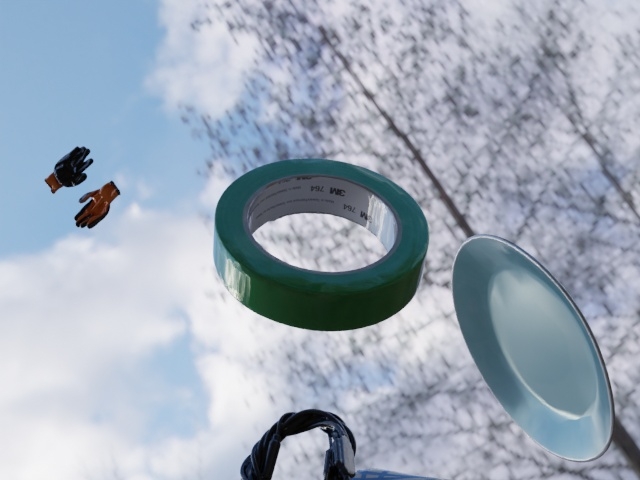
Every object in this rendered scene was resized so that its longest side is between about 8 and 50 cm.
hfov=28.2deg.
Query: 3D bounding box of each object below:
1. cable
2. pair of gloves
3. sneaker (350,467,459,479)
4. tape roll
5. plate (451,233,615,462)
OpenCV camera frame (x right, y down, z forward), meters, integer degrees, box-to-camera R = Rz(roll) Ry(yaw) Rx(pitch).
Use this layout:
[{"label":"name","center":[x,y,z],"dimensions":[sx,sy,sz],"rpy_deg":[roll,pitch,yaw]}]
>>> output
[{"label":"cable","center":[-0.029,0.273,1.532],"dimensions":[0.150,0.184,0.047],"rpy_deg":[-26,-60,10]},{"label":"pair of gloves","center":[-0.260,-0.058,1.394],"dimensions":[0.074,0.083,0.010],"rpy_deg":[-40,-9,27]},{"label":"sneaker","center":[0.115,0.356,1.698],"dimensions":[0.237,0.086,0.085],"rpy_deg":[3,-83,-5]},{"label":"tape roll","center":[0.000,0.000,1.904],"dimensions":[0.321,0.321,0.077],"rpy_deg":[-14,-46,-24]},{"label":"plate","center":[0.162,0.077,0.952],"dimensions":[0.024,0.188,0.188],"rpy_deg":[-26,-33,-22]}]
